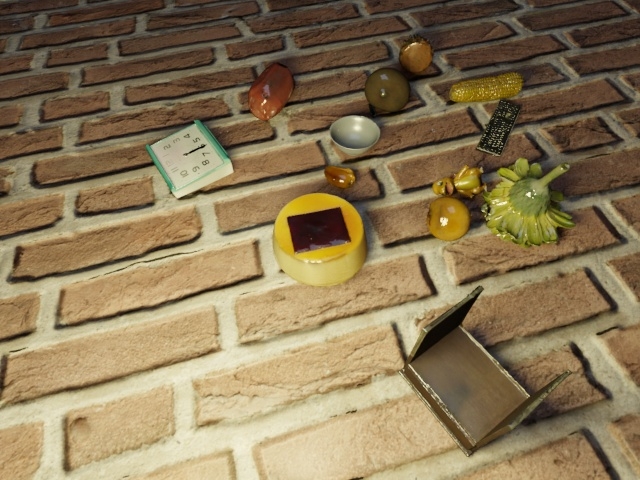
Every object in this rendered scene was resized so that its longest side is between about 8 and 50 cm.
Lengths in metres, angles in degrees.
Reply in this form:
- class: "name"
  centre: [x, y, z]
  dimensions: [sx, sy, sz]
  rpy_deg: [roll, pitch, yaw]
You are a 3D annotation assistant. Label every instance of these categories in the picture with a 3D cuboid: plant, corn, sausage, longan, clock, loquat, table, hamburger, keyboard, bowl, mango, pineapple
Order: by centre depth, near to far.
- class: "table"
  centre: [0.349, 0.302, 0.939]
  dimensions: [0.196, 0.282, 0.250]
  rpy_deg: [-29, 60, -18]
- class: "hamburger"
  centre: [0.000, 0.000, 1.226]
  dimensions: [0.301, 0.176, 0.300]
  rpy_deg: [0, 55, 0]
- class: "loquat"
  centre: [0.401, -0.069, 1.288]
  dimensions: [0.141, 0.141, 0.141]
  rpy_deg: [-1, 55, 1]
- class: "plant"
  centre: [0.637, -0.124, 1.295]
  dimensions: [0.261, 0.297, 0.305]
  rpy_deg: [-26, 70, 20]
- class: "mango"
  centre: [0.065, -0.224, 1.452]
  dimensions: [0.127, 0.063, 0.077]
  rpy_deg: [27, 65, 25]
- class: "clock"
  centre: [-0.466, -0.285, 1.488]
  dimensions: [0.231, 0.116, 0.262]
  rpy_deg: [-32, 59, -13]
- class: "bowl"
  centre: [0.125, -0.376, 1.543]
  dimensions: [0.189, 0.086, 0.188]
  rpy_deg: [0, 55, 0]
- class: "keyboard"
  centre: [0.697, -0.446, 1.613]
  dimensions: [0.106, 0.027, 0.317]
  rpy_deg: [23, 59, 16]
- class: "longan"
  centre: [0.269, -0.602, 1.650]
  dimensions: [0.190, 0.189, 0.189]
  rpy_deg: [-1, 55, 1]
- class: "sausage"
  centre: [-0.197, -0.606, 1.677]
  dimensions: [0.152, 0.152, 0.279]
  rpy_deg: [16, 59, 13]
- class: "corn"
  centre: [0.676, -0.622, 1.695]
  dimensions: [0.313, 0.102, 0.101]
  rpy_deg: [-8, 55, -2]
- class: "pineapple"
  centre: [0.422, -0.861, 1.847]
  dimensions: [0.158, 0.157, 0.278]
  rpy_deg: [4, 42, 5]

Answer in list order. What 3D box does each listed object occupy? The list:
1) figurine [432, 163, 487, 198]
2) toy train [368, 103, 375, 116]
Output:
- class: "figurine"
  centre: [0.471, -0.201, 1.417]
  dimensions: [0.176, 0.121, 0.122]
  rpy_deg: [-14, 22, 7]
- class: "toy train"
  centre: [0.212, -0.533, 1.692]
  dimensions: [0.017, 0.017, 0.083]
  rpy_deg: [-7, 54, -1]
